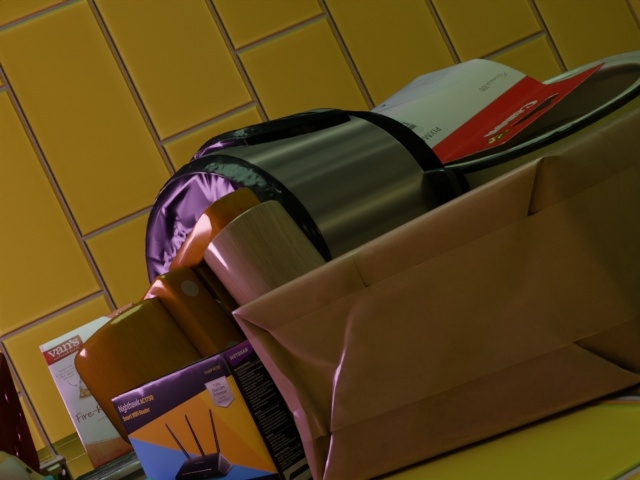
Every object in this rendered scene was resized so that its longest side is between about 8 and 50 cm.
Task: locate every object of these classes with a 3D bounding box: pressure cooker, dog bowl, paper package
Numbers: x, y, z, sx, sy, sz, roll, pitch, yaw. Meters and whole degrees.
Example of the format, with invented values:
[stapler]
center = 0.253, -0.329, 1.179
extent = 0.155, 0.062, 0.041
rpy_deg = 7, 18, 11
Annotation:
[pressure cooker]
center = 0.001, 0.006, 1.761
extent = 0.420, 0.370, 0.375
rpy_deg = -24, -42, -42
[dog bowl]
center = 0.375, -0.145, 1.895
extent = 0.408, 0.150, 0.408
rpy_deg = -25, 13, 6
[paper package]
center = 0.145, 0.040, 0.993
extent = 0.309, 0.168, 0.325
rpy_deg = -27, 0, 29

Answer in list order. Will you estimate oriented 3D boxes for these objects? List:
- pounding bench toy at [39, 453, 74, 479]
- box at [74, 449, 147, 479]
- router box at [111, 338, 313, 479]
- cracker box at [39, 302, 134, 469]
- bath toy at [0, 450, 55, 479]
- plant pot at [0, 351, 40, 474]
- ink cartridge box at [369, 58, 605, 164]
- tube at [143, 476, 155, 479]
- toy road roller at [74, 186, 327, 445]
[pounding bench toy]
center = -0.374, 0.347, 1.705
extent = 0.052, 0.065, 0.083
rpy_deg = -24, 4, -21
[box]
center = -0.172, 0.253, 1.353
extent = 0.231, 0.056, 0.183
rpy_deg = -25, -2, -5
[router box]
center = -0.097, 0.173, 1.067
extent = 0.179, 0.133, 0.046
rpy_deg = -27, -2, 44
[cracker box]
center = -0.296, 0.221, 1.767
extent = 0.156, 0.232, 0.067
rpy_deg = -26, -34, -12
[bath toy]
center = -0.376, 0.318, 1.306
extent = 0.129, 0.151, 0.348
rpy_deg = 10, 0, 0
[plant pot]
center = -0.506, 0.283, 1.571
extent = 0.236, 0.267, 0.267
rpy_deg = -16, 18, -7
[ink cartridge box]
center = 0.218, -0.212, 1.940
extent = 0.308, 0.091, 0.385
rpy_deg = -37, 15, -37
[tube]
center = -0.221, 0.282, 1.044
extent = 0.207, 0.052, 0.080
rpy_deg = -31, -3, -19
[toy road roller]
center = -0.148, 0.116, 1.473
extent = 0.241, 0.202, 0.329
rpy_deg = -26, -19, -44
